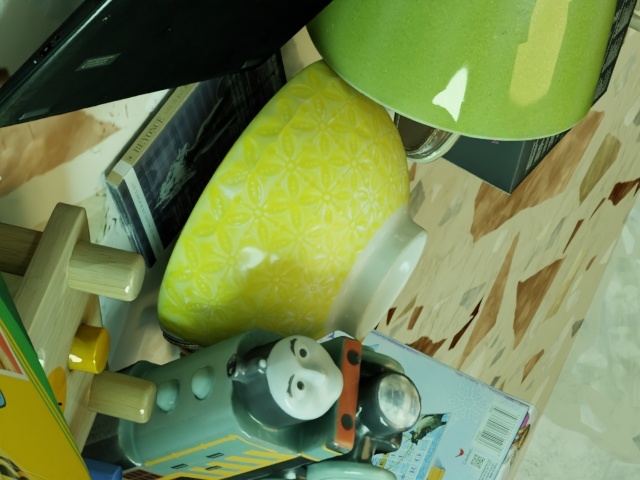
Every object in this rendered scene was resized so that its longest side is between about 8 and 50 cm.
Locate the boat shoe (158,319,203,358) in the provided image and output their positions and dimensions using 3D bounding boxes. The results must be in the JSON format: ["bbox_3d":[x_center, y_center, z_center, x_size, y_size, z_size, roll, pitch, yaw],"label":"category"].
[{"bbox_3d":[-0.115,0.103,1.693,0.083,0.065,0.183,-66,162,13],"label":"boat shoe"}]

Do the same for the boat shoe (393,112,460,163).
[{"bbox_3d":[0.134,-0.211,1.857,0.095,0.095,0.257,18,96,-57],"label":"boat shoe"}]

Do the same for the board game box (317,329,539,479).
[{"bbox_3d":[0.025,0.254,1.850,0.319,0.318,0.066,-63,161,-4],"label":"board game box"}]

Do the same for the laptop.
[{"bbox_3d":[-0.071,-0.311,1.233,0.408,0.236,0.382,-39,171,30],"label":"laptop"}]

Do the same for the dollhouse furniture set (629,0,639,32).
[{"bbox_3d":[0.471,-0.434,2.297,0.262,0.135,0.259,-57,161,-8],"label":"dollhouse furniture set"}]

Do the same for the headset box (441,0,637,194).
[{"bbox_3d":[0.257,-0.229,2.057,0.283,0.131,0.246,-45,157,-38],"label":"headset box"}]

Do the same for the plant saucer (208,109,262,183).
[{"bbox_3d":[-0.058,-0.053,1.620,0.241,0.037,0.241,-54,167,-18],"label":"plant saucer"}]

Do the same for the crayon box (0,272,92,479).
[{"bbox_3d":[-0.247,0.076,0.835,0.106,0.313,0.363,-35,153,9],"label":"crayon box"}]

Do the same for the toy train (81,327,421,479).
[{"bbox_3d":[-0.069,0.160,1.485,0.190,0.334,0.142,21,63,-33],"label":"toy train"}]

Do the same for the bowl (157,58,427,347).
[{"bbox_3d":[0.000,0.000,1.524,0.289,0.156,0.289,-53,167,-18],"label":"bowl"}]

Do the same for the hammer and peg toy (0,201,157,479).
[{"bbox_3d":[-0.233,0.185,1.267,0.266,0.127,0.361,92,13,-55],"label":"hammer and peg toy"}]

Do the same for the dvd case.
[{"bbox_3d":[-0.104,-0.096,1.500,0.221,0.018,0.164,-55,162,-18],"label":"dvd case"}]

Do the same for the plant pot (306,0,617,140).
[{"bbox_3d":[0.153,-0.285,1.466,0.275,0.274,0.293,-38,153,-49],"label":"plant pot"}]
